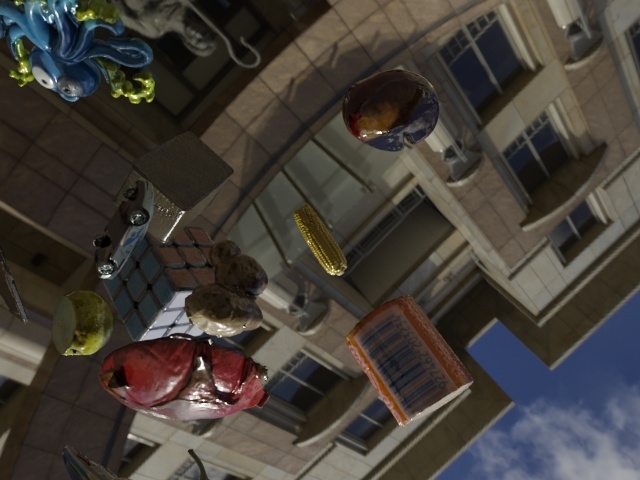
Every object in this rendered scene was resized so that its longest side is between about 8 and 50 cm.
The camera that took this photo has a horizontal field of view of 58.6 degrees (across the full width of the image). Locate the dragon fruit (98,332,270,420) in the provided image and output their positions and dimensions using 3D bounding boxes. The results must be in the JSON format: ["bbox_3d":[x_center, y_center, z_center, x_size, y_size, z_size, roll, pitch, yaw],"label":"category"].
[{"bbox_3d":[-0.269,0.270,1.078,0.343,0.282,0.100,3,-130,0],"label":"dragon fruit"}]

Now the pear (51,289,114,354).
[{"bbox_3d":[-0.493,0.175,1.204,0.141,0.104,0.141,-12,-107,44],"label":"pear"}]

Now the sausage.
[{"bbox_3d":[0.234,0.323,1.531,0.233,0.233,0.287,-41,-114,10],"label":"sausage"}]

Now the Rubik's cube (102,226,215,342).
[{"bbox_3d":[-0.522,0.152,2.003,0.301,0.303,0.305,-50,-119,24],"label":"Rubik's cube"}]

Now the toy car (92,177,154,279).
[{"bbox_3d":[-0.353,-0.020,1.033,0.205,0.056,0.095,-52,-138,16],"label":"toy car"}]

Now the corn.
[{"bbox_3d":[0.000,0.000,1.468,0.067,0.206,0.067,-32,177,-2],"label":"corn"}]

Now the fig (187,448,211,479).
[{"bbox_3d":[-0.383,0.798,1.853,0.149,0.149,0.246,-6,-88,40],"label":"fig"}]

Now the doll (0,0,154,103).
[{"bbox_3d":[-0.516,-0.383,1.165,0.341,0.345,0.099,130,-27,-64],"label":"doll"}]

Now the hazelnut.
[{"bbox_3d":[0.178,-0.344,1.474,0.251,0.217,0.217,-9,-139,-12],"label":"hazelnut"}]

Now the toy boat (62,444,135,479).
[{"bbox_3d":[-0.483,0.553,1.286,0.295,0.129,0.088,30,-110,22],"label":"toy boat"}]

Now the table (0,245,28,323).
[{"bbox_3d":[-0.781,0.105,1.141,0.196,0.282,0.250,24,-135,19],"label":"table"}]

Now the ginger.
[{"bbox_3d":[-0.275,0.147,1.761,0.155,0.244,0.304,128,-20,-56],"label":"ginger"}]

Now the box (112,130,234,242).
[{"bbox_3d":[-0.385,-0.149,1.518,0.143,0.184,0.273,-45,-174,34],"label":"box"}]
